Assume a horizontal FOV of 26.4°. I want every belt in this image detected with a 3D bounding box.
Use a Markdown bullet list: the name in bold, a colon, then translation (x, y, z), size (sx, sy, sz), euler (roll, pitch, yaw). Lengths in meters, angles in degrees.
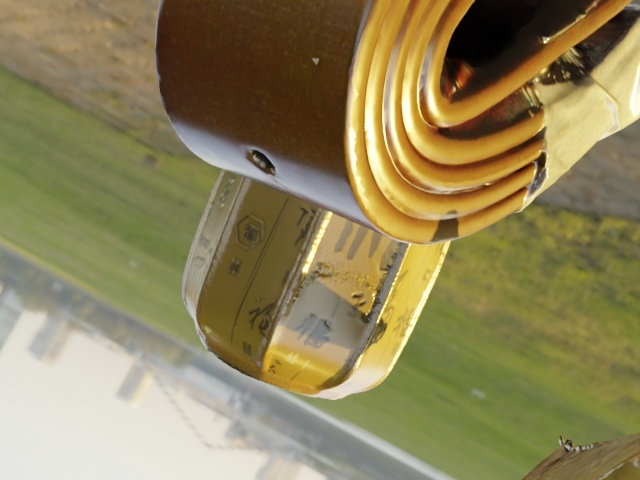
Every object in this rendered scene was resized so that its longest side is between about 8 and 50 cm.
- **belt**: translation (0.079, -0.127, 0.656), size (0.122, 0.338, 0.217), euler (23, 128, 32)

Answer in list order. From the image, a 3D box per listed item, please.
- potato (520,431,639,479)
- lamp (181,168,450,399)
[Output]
- **potato**: translation (0.163, 0.168, 0.734), size (0.120, 0.100, 0.261), euler (57, 166, 8)
- **lamp**: translation (0.000, 0.000, 0.897), size (0.161, 0.185, 0.161), euler (23, -172, -3)
